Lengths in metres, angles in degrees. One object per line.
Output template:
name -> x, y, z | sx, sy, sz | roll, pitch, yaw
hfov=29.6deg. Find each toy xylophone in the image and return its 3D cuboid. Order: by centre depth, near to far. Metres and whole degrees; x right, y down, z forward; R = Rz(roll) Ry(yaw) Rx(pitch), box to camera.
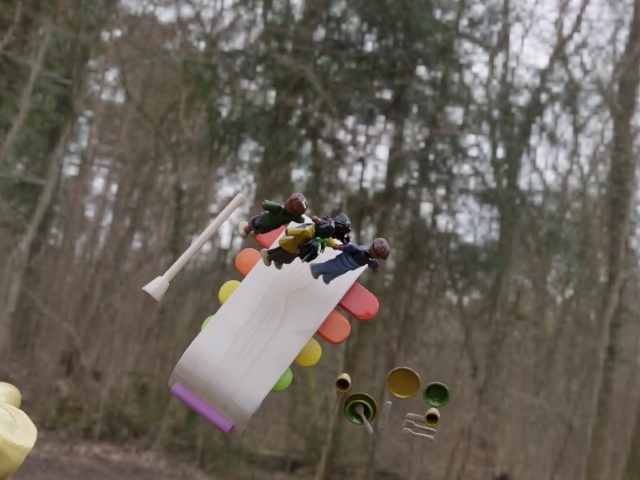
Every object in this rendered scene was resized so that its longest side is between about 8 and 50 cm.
toy xylophone -> -0.081, 0.080, 1.582 | 0.236, 0.322, 0.081 | 44, -21, 8

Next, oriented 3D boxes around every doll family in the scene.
doll family -> 0.000, 0.000, 1.456 | 0.111, 0.076, 0.193 | -28, -27, 35

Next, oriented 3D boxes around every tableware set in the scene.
tableware set -> 0.092, 0.216, 1.627 | 0.154, 0.104, 0.024 | 15, 22, 5

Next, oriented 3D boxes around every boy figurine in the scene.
boy figurine -> -0.337, 0.211, 1.183 | 0.092, 0.177, 0.285 | 30, -34, -8
